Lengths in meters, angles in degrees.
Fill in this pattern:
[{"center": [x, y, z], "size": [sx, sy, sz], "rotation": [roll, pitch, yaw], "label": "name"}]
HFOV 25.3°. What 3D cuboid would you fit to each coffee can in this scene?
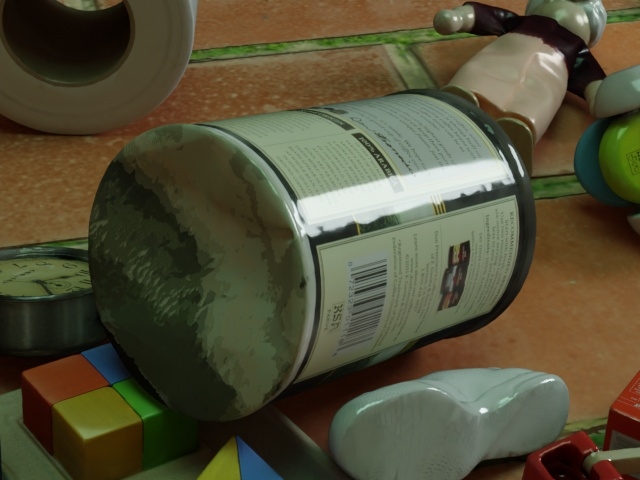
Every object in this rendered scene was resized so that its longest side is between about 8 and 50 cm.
[{"center": [0.000, 0.000, 1.035], "size": [0.201, 0.201, 0.275], "rotation": [28, 26, 33], "label": "coffee can"}]

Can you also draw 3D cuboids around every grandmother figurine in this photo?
[{"center": [0.210, -0.181, 1.468], "size": [0.208, 0.104, 0.342], "rotation": [39, 40, 4], "label": "grandmother figurine"}]

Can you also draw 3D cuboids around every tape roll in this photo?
[{"center": [-0.241, -0.249, 1.409], "size": [0.246, 0.246, 0.169], "rotation": [0, 35, -2], "label": "tape roll"}]

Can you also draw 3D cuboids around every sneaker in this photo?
[{"center": [0.077, 0.128, 1.026], "size": [0.212, 0.080, 0.094], "rotation": [-2, 14, -39], "label": "sneaker"}]

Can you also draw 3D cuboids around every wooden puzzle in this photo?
[{"center": [-0.160, 0.178, 0.928], "size": [0.348, 0.080, 0.322], "rotation": [-21, 39, -31], "label": "wooden puzzle"}]

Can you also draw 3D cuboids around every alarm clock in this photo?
[{"center": [-0.206, 0.052, 1.112], "size": [0.192, 0.064, 0.129], "rotation": [8, 18, 29], "label": "alarm clock"}]

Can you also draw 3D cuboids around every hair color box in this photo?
[{"center": [0.257, 0.119, 1.050], "size": [0.043, 0.072, 0.141], "rotation": [22, 40, 27], "label": "hair color box"}]

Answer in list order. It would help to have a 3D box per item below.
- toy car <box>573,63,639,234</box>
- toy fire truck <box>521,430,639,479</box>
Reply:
[{"center": [0.310, -0.087, 1.309], "size": [0.182, 0.159, 0.136], "rotation": [-23, 7, -30], "label": "toy car"}, {"center": [0.219, 0.171, 0.917], "size": [0.192, 0.135, 0.047], "rotation": [-13, 38, -20], "label": "toy fire truck"}]
